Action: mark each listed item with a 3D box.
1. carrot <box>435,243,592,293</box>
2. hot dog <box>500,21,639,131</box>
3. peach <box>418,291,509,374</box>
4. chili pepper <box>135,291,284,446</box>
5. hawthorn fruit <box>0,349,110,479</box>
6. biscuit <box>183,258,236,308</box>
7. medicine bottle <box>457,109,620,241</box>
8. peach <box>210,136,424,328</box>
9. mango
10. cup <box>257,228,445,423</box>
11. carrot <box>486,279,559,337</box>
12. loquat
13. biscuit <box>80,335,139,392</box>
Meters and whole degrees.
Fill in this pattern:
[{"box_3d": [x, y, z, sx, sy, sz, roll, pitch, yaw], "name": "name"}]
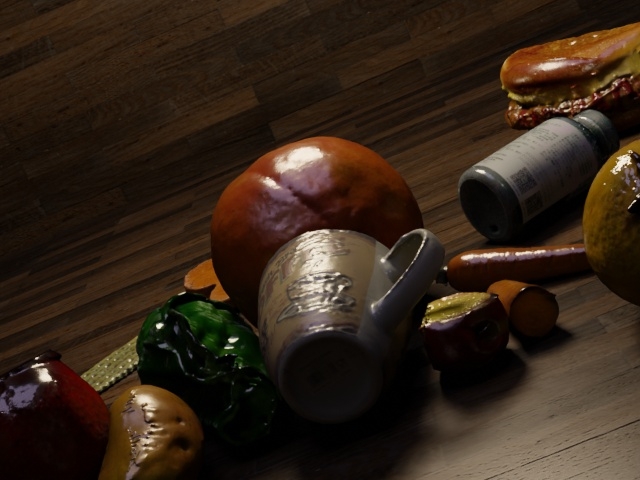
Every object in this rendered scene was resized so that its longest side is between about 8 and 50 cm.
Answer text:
[{"box_3d": [0.322, 0.038, 1.871, 0.336, 0.069, 0.069, -7, 21, 29], "name": "carrot"}, {"box_3d": [0.515, -0.304, 2.479, 0.223, 0.185, 0.405, -33, 18, -37], "name": "hot dog"}, {"box_3d": [0.190, 0.128, 1.687, 0.127, 0.092, 0.172, -23, 4, -13], "name": "peach"}, {"box_3d": [-0.174, 0.194, 1.844, 0.167, 0.213, 0.385, -67, 19, 4], "name": "chili pepper"}, {"box_3d": [-0.390, 0.285, 1.713, 0.215, 0.250, 0.215, -26, 29, 16], "name": "hawthorn fruit"}, {"box_3d": [-0.129, 0.070, 2.399, 0.324, 0.049, 0.205, -5, 32, 31], "name": "biscuit"}, {"box_3d": [0.384, -0.121, 2.142, 0.293, 0.141, 0.141, -31, 17, -25], "name": "medicine bottle"}, {"box_3d": [0.000, 0.000, 1.963, 0.342, 0.343, 0.301, -28, 4, -15], "name": "peach"}, {"box_3d": [-0.229, 0.287, 1.641, 0.151, 0.156, 0.249, -20, 19, 12], "name": "mango"}, {"box_3d": [0.051, 0.110, 1.690, 0.301, 0.227, 0.257, -40, 18, 15], "name": "cup"}, {"box_3d": [0.270, 0.087, 1.759, 0.072, 0.072, 0.205, -26, 10, -7], "name": "carrot"}, {"box_3d": [0.440, -0.025, 1.566, 0.244, 0.244, 0.244, -22, 15, 6], "name": "loquat"}, {"box_3d": [-0.384, 0.236, 2.317, 0.203, 0.016, 0.144, -35, 18, -33], "name": "biscuit"}]
